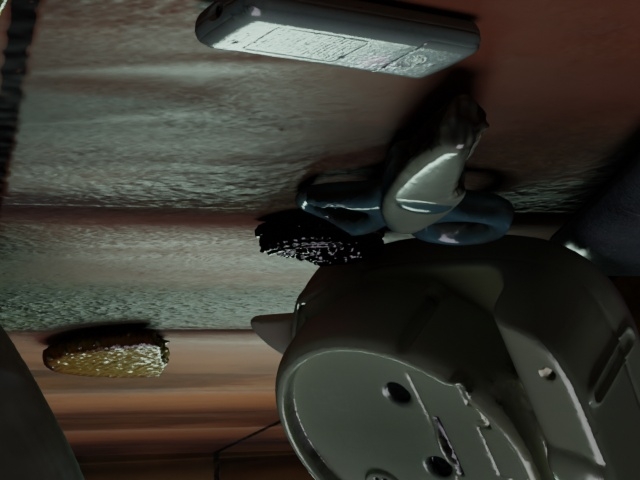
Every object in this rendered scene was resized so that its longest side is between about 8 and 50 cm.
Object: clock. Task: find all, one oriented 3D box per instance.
[{"bbox_3d":[0.089,0.125,1.143,0.324,0.108,0.265,0,129,39],"label":"clock"}]

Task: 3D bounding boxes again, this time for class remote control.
[{"bbox_3d":[0.009,-0.089,0.678,0.124,0.018,0.053,5,165,-31],"label":"remote control"},{"bbox_3d":[0.225,-0.036,0.912,0.107,0.044,0.377,5,167,-3],"label":"remote control"}]

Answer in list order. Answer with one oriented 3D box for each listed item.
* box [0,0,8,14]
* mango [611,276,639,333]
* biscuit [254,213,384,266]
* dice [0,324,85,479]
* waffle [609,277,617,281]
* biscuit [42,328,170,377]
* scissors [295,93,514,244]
[{"bbox_3d":[-0.143,-0.118,0.487,0.121,0.030,0.193,3,166,-21],"label":"box"},{"bbox_3d":[0.251,0.120,1.215,0.157,0.262,0.109,32,-171,3],"label":"mango"},{"bbox_3d":[0.000,0.000,1.070,0.089,0.027,0.087,-3,169,0],"label":"biscuit"},{"bbox_3d":[-0.327,0.189,1.130,0.264,0.262,0.268,-29,170,-21],"label":"dice"},{"bbox_3d":[0.280,0.074,1.402,0.309,0.056,0.292,-1,168,5],"label":"waffle"},{"bbox_3d":[-0.212,0.112,1.555,0.126,0.025,0.206,-2,167,-6],"label":"biscuit"},{"bbox_3d":[0.059,-0.034,0.890,0.138,0.041,0.289,7,171,-3],"label":"scissors"}]
